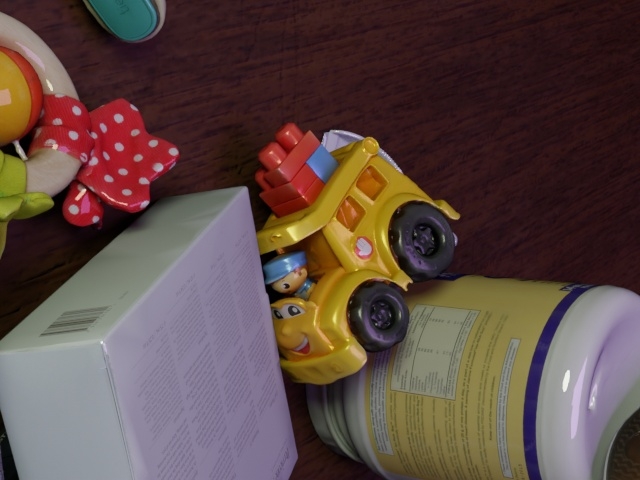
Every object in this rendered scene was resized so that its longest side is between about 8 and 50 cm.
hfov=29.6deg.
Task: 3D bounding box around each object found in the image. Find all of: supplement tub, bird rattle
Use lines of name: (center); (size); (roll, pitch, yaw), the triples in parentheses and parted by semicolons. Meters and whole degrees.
supplement tub: (0.174, 0.156, 1.284); (0.241, 0.331, 0.241); (-6, 98, -50)
bird rattle: (-0.233, -0.089, 0.944); (0.253, 0.143, 0.207); (-34, 102, -47)

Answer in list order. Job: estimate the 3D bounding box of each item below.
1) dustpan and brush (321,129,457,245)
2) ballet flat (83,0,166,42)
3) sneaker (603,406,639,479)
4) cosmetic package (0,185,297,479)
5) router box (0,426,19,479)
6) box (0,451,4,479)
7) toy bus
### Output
dustpan and brush: (0.077, -0.026, 1.364); (0.211, 0.060, 0.147); (22, 76, -48)
ballet flat: (-0.205, -0.276, 1.004); (0.086, 0.086, 0.248); (-56, 133, -31)
sneaker: (0.367, 0.198, 1.175); (0.290, 0.106, 0.123); (-45, 123, -40)
cosmetic package: (-0.121, 0.144, 0.993); (0.377, 0.097, 0.284); (-57, 137, -69)
router box: (-0.240, 0.195, 0.974); (0.122, 0.092, 0.038); (-52, 130, -35)
box: (-0.348, 0.163, 0.714); (0.318, 0.097, 0.395); (-8, 97, -14)
toy bus: (0.000, 0.000, 1.187); (0.211, 0.149, 0.220); (46, 58, -20)
